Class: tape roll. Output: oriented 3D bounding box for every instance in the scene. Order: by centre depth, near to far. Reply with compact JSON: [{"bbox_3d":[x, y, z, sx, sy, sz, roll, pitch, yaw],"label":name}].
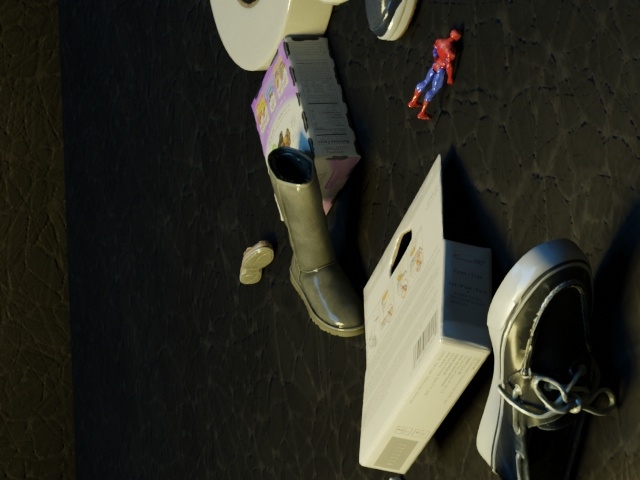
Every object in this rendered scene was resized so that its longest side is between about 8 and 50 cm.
[{"bbox_3d":[-0.076,-0.437,2.083,0.392,0.072,0.392,176,90,-68],"label":"tape roll"}]

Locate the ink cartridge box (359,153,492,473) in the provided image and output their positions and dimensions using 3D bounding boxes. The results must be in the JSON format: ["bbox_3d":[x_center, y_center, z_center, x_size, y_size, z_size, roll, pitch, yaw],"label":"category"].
[{"bbox_3d":[0.120,0.090,1.719,0.296,0.066,0.261,116,163,-51],"label":"ink cartridge box"}]

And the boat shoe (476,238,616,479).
[{"bbox_3d":[0.221,0.139,1.422,0.105,0.113,0.306,53,144,43],"label":"boat shoe"}]

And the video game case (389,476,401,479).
[{"bbox_3d":[0.112,0.404,1.861,0.157,0.019,0.143,-123,35,-48],"label":"video game case"}]

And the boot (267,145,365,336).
[{"bbox_3d":[-0.001,0.001,1.906,0.189,0.076,0.208,42,145,42],"label":"boot"}]

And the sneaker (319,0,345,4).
[{"bbox_3d":[0.016,-0.443,1.820,0.129,0.111,0.297,9,104,61],"label":"sneaker"}]

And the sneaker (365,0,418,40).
[{"bbox_3d":[0.038,-0.372,1.707,0.099,0.153,0.282,-137,47,-60],"label":"sneaker"}]

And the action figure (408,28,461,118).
[{"bbox_3d":[0.135,-0.193,1.672,0.038,0.030,0.115,59,142,37],"label":"action figure"}]

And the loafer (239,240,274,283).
[{"bbox_3d":[-0.104,0.026,2.285,0.125,0.045,0.039,120,147,-58],"label":"loafer"}]

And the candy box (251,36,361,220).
[{"bbox_3d":[-0.023,-0.152,2.011,0.165,0.070,0.196,123,138,-56],"label":"candy box"}]
